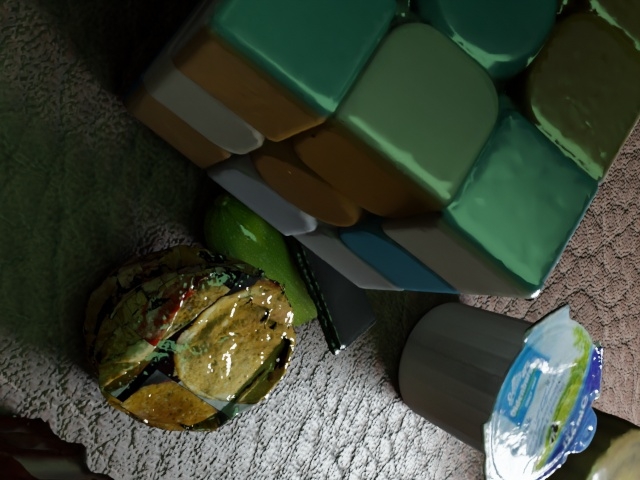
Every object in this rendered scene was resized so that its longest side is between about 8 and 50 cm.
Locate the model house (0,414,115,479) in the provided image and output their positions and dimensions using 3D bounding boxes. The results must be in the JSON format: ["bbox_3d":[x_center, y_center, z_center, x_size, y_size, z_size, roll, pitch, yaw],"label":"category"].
[{"bbox_3d":[-0.338,0.235,0.777,0.254,0.196,0.160,20,91,-44],"label":"model house"}]

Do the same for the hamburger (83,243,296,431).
[{"bbox_3d":[-0.132,0.103,0.959,0.231,0.107,0.231,-13,124,-21],"label":"hamburger"}]

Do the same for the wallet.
[{"bbox_3d":[0.001,0.000,1.046,0.124,0.025,0.244,-31,100,-63],"label":"wallet"}]

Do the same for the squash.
[{"bbox_3d":[-0.070,0.012,1.033,0.095,0.095,0.188,-51,129,-18],"label":"squash"}]

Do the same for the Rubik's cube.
[{"bbox_3d":[0.072,-0.180,0.847,0.344,0.347,0.346,39,74,-17],"label":"Rubik's cube"}]

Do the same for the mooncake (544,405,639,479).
[{"bbox_3d":[0.450,0.434,1.611,0.290,0.161,0.290,-18,117,-40],"label":"mooncake"}]

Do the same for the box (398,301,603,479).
[{"bbox_3d":[0.258,0.203,1.321,0.291,0.206,0.262,29,84,-46],"label":"box"}]
